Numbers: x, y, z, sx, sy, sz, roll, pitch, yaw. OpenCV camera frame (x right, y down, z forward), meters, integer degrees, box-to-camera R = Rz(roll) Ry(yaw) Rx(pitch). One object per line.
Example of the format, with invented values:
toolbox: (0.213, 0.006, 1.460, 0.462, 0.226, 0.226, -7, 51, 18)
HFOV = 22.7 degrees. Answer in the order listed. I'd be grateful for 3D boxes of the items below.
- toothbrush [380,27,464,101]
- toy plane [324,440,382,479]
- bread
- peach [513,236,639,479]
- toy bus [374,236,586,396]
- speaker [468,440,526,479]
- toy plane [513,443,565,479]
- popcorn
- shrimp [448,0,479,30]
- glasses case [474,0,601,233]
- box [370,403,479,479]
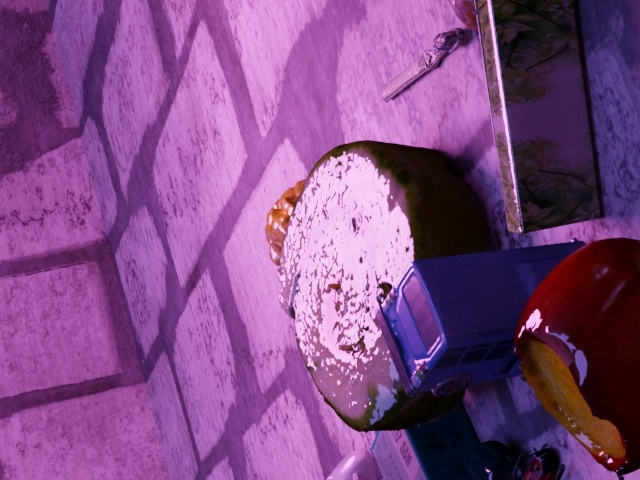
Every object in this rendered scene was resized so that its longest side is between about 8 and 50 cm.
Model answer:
toothbrush: (0.125, -0.218, 2.004, 0.294, 0.028, 0.026, 144, 115, -74)
toy plane: (0.066, 0.417, 2.385, 0.244, 0.117, 0.245, 175, 90, -87)
bread: (0.069, 0.059, 2.022, 0.382, 0.129, 0.366, -4, 82, 60)
peach: (0.271, 0.116, 1.487, 0.196, 0.189, 0.226, -62, -7, -63)
toy bus: (0.192, 0.077, 1.665, 0.116, 0.234, 0.133, 68, 150, 29)
speaker: (0.220, 0.297, 1.952, 0.075, 0.060, 0.094, -150, 52, -67)
toy plane: (0.257, 0.291, 1.884, 0.060, 0.037, 0.145, 52, 144, 34)
popcorn: (0.000, 0.000, 2.306, 0.170, 0.180, 0.180, -61, 22, -3)
shrimp: (0.156, -0.301, 1.750, 0.126, 0.047, 0.223, 60, 175, 8)
glasses case: (0.222, -0.149, 1.654, 0.062, 0.095, 0.272, -164, 65, -74)
box: (0.160, 0.330, 2.093, 0.153, 0.092, 0.245, 107, 146, -52)
